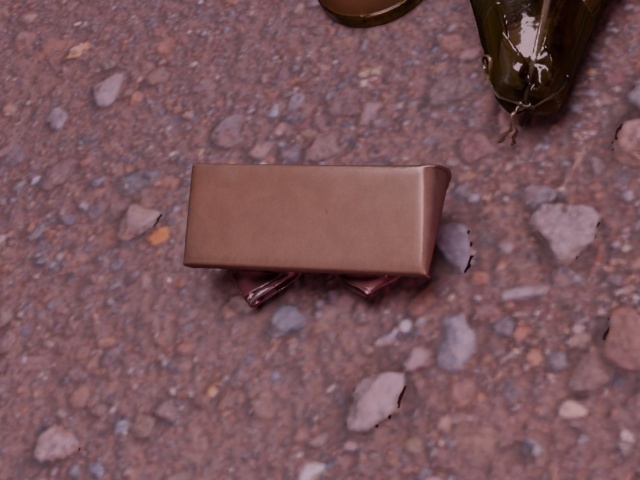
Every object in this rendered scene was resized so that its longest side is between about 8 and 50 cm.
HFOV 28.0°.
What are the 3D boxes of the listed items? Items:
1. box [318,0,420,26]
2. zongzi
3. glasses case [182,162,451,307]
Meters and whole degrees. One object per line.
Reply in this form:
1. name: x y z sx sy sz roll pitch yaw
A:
1. box: 0.044 -0.231 1.096 0.105 0.037 0.105 -12 51 15
2. zongzi: 0.205 -0.175 0.963 0.184 0.084 0.187 -9 57 4
3. glasses case: 0.000 0.000 0.922 0.193 0.070 0.102 1 82 22
